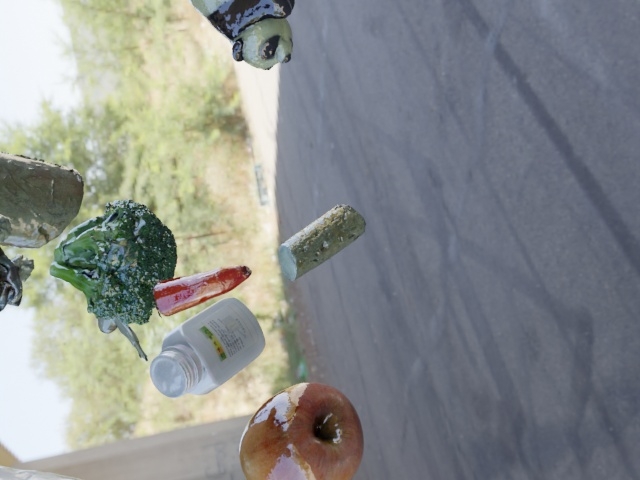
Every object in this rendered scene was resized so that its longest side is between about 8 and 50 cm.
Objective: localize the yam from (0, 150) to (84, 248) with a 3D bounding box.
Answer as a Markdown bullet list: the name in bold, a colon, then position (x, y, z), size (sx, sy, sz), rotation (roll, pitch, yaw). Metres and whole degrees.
- **yam**: position (-0.583, -0.077, 1.448), size (0.168, 0.304, 0.168), rotation (-14, 71, 48)

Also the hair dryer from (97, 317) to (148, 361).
- **hair dryer**: position (-0.463, 0.177, 1.987), size (0.199, 0.067, 0.167), rotation (29, 117, 39)

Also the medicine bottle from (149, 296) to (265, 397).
- **medicine bottle**: position (-0.279, 0.270, 2.049), size (0.179, 0.124, 0.324), rotation (57, -149, 0)

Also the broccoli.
- **broccoli**: position (-0.411, 0.044, 1.700), size (0.295, 0.245, 0.265), rotation (-68, -18, -52)

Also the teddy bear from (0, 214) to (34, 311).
- **teddy bear**: position (-0.407, 0.055, 0.990), size (0.213, 0.133, 0.111), rotation (103, 159, -63)

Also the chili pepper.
- **chili pepper**: position (-0.197, 0.078, 1.438), size (0.088, 0.168, 0.065), rotation (-82, -27, -74)

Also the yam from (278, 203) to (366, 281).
- **yam**: position (0.000, 0.000, 1.553), size (0.078, 0.179, 0.078), rotation (45, 156, 27)

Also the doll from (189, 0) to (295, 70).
- **doll**: position (-0.119, -0.373, 1.284), size (0.234, 0.135, 0.143), rotation (50, -163, -13)

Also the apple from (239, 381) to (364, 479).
- **apple**: position (-0.040, 0.409, 1.663), size (0.253, 0.253, 0.254), rotation (170, 90, -80)

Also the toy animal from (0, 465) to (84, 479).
- **toy animal**: position (-0.268, 0.336, 0.770), size (0.206, 0.264, 0.272), rotation (79, -172, -67)
